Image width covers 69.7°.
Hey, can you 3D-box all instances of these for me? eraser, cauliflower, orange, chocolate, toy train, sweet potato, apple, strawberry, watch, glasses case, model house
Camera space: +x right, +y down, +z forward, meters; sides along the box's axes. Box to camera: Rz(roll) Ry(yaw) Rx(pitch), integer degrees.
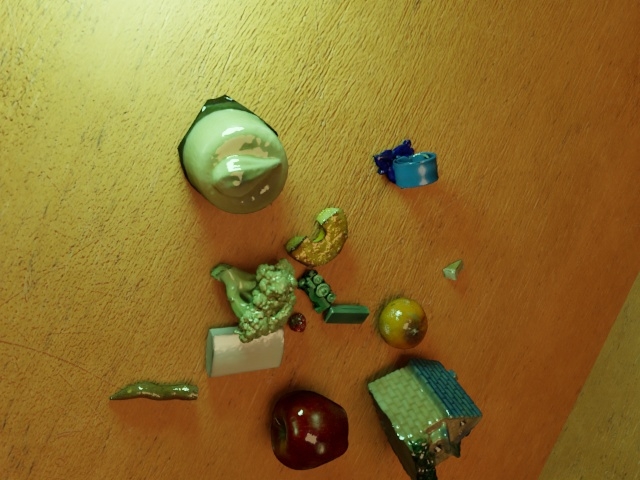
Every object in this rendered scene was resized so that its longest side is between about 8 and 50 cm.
[{"bbox_3d":[-0.272,0.394,1.671,0.270,0.095,0.174,-1,110,-26],"label":"eraser"},{"bbox_3d":[-0.208,0.184,1.554,0.281,0.260,0.327,44,47,-32],"label":"cauliflower"},{"bbox_3d":[0.356,0.355,1.943,0.224,0.170,0.224,-7,108,-24],"label":"orange"},{"bbox_3d":[-0.238,-0.244,1.412,0.314,0.297,0.326,35,85,-35],"label":"chocolate"},{"bbox_3d":[-0.016,0.191,1.768,0.104,0.071,0.178,-37,119,-2],"label":"toy train"},{"bbox_3d":[-0.565,0.518,1.573,0.281,0.067,0.059,11,61,-24],"label":"sweet potato"},{"bbox_3d":[-0.045,0.733,1.780,0.317,0.288,0.288,19,94,-38],"label":"apple"},{"bbox_3d":[-0.081,0.322,1.770,0.073,0.073,0.083,-49,133,-8],"label":"strawberry"},{"bbox_3d":[0.343,-0.277,1.756,0.196,0.200,0.171,-31,118,-21],"label":"watch"},{"bbox_3d":[0.105,0.299,1.854,0.184,0.039,0.078,6,132,-29],"label":"glasses case"},{"bbox_3d":[0.486,0.780,1.978,0.400,0.395,0.445,-27,123,-12],"label":"model house"}]

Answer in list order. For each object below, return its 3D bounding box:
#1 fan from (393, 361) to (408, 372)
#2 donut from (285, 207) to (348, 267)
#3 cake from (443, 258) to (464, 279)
[{"bbox_3d":[0.383,0.600,2.096,0.155,0.039,0.082,-13,110,-24],"label":"fan"},{"bbox_3d":[-0.001,0.006,1.706,0.259,0.101,0.152,-41,118,-13],"label":"donut"},{"bbox_3d":[0.614,0.127,2.099,0.121,0.065,0.052,-38,120,-39],"label":"cake"}]
